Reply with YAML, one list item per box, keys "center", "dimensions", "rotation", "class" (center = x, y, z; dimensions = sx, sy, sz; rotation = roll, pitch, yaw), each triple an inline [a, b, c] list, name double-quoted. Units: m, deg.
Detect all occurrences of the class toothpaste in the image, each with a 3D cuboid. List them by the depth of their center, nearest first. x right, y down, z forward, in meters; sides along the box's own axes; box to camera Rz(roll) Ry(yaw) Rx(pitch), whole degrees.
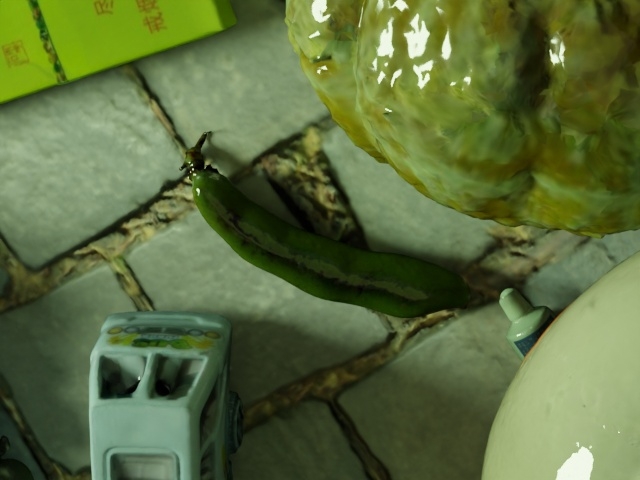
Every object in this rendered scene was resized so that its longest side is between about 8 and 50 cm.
- center: [0.185, 0.113, 1.125]
  dimensions: [0.057, 0.035, 0.197]
  rotation: [-35, 102, 7]
  class: "toothpaste"

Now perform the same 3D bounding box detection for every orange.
- center: [0.145, -0.118, 0.971]
  dimensions: [0.368, 0.210, 0.271]
  rotation: [10, 129, 8]
  class: "orange"

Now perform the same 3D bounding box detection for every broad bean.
- center: [-0.003, 0.004, 1.122]
  dimensions: [0.226, 0.039, 0.069]
  rotation: [29, 102, 1]
  class: "broad bean"

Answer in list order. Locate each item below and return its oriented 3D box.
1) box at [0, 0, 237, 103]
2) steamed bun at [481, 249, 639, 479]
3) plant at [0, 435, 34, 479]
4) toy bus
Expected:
- center: [-0.244, -0.185, 1.103]
  dimensions: [0.335, 0.047, 0.187]
  rotation: [-16, 103, 12]
  class: "box"
- center: [0.267, 0.141, 0.997]
  dimensions: [0.374, 0.241, 0.374]
  rotation: [-9, 123, -14]
  class: "steamed bun"
- center: [-0.264, 0.160, 1.193]
  dimensions: [0.087, 0.085, 0.174]
  rotation: [-13, 110, 37]
  class: "plant"
- center: [-0.114, 0.223, 1.150]
  dimensions: [0.109, 0.136, 0.330]
  rotation: [1, 107, 6]
  class: "toy bus"
